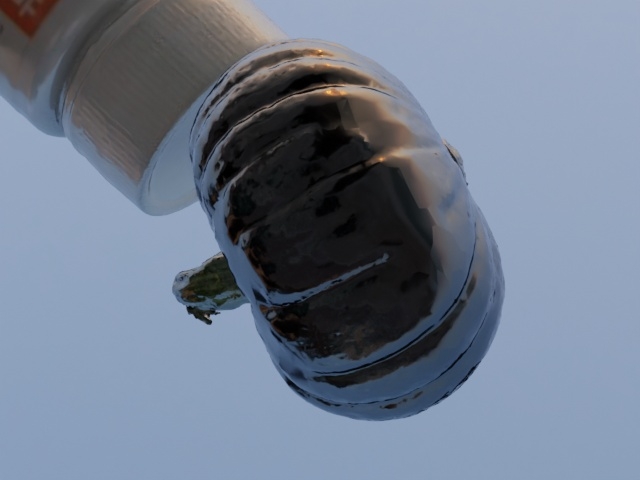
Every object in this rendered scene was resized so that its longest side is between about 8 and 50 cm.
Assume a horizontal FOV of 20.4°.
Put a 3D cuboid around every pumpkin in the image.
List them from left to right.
[{"bbox_3d":[0.012,-0.006,0.870,0.150,0.194,0.194,-39,-112,-20],"label":"pumpkin"}]

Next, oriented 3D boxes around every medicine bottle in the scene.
[{"bbox_3d":[-0.210,-0.208,1.520,0.371,0.211,0.211,42,-100,16],"label":"medicine bottle"}]
